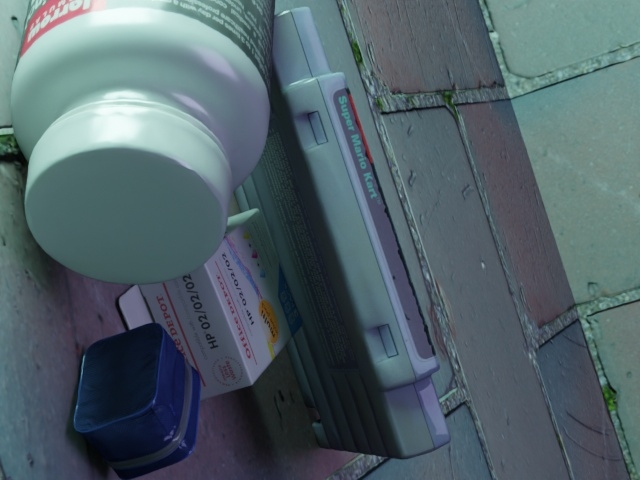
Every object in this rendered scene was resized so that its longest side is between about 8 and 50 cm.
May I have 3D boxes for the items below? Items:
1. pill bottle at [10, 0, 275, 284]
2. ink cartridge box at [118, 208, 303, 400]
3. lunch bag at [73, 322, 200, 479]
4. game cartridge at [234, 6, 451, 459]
[{"bbox_3d":[-0.120,-0.128,1.277,0.176,0.176,0.318,55,26,-41],"label":"pill bottle"},{"bbox_3d":[-0.080,0.054,1.400,0.104,0.061,0.181,68,20,-11],"label":"ink cartridge box"},{"bbox_3d":[-0.120,0.108,1.238,0.098,0.067,0.065,-87,152,-48],"label":"lunch bag"},{"bbox_3d":[0.000,0.000,1.493,0.230,0.068,0.355,-12,-84,68],"label":"game cartridge"}]
